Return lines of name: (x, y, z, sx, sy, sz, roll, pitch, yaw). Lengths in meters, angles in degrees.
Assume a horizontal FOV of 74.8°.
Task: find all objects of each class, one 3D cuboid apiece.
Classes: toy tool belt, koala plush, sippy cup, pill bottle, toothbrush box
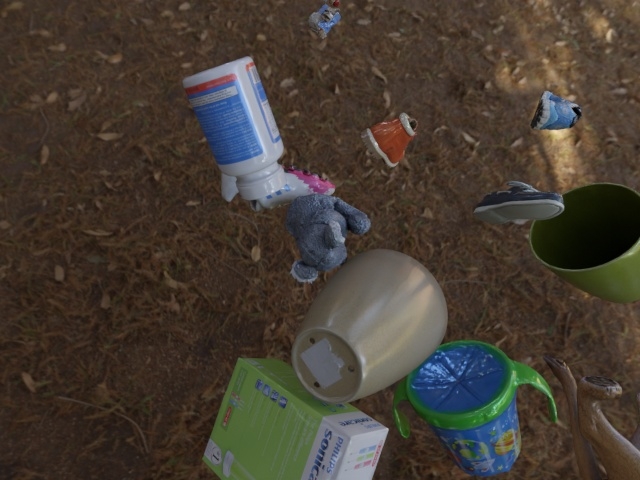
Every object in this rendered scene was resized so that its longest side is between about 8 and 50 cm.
toy tool belt: (0.019, -0.464, 0.874, 0.083, 0.052, 0.051, -46, 65, 9)
koala plush: (0.000, 0.000, 1.027, 0.203, 0.196, 0.221, 36, 25, -15)
sippy cup: (0.336, 0.384, 0.935, 0.240, 0.305, 0.224, -37, 111, -29)
pill bottle: (-0.137, -0.188, 0.728, 0.124, 0.222, 0.124, -15, 26, 7)
toothbrush box: (-0.054, 0.361, 0.738, 0.283, 0.122, 0.207, 17, 88, 41)

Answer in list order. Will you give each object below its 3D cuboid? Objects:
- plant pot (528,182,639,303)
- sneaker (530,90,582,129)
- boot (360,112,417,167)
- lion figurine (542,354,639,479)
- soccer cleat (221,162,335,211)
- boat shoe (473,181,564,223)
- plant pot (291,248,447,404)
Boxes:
plant pot: (0.768, 0.042, 1.137, 0.293, 0.274, 0.275, 39, 56, -29)
sneaker: (0.420, -0.221, 0.744, 0.073, 0.064, 0.162, 19, 34, 18)
boot: (0.133, -0.172, 0.716, 0.084, 0.158, 0.059, -29, 82, 21)
lion figurine: (0.404, 0.261, 0.375, 0.142, 0.241, 0.391, -10, 14, -44)
soccer cleat: (-0.117, -0.141, 1.152, 0.330, 0.143, 0.116, 9, 14, -31)
boat shoe: (0.461, -0.091, 0.978, 0.095, 0.254, 0.079, 26, 82, -9)
plant pot: (0.070, 0.169, 0.761, 0.256, 0.257, 0.274, 40, 27, 16)
